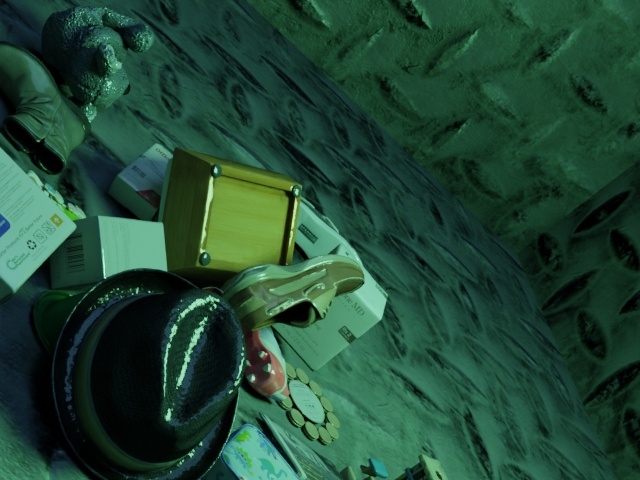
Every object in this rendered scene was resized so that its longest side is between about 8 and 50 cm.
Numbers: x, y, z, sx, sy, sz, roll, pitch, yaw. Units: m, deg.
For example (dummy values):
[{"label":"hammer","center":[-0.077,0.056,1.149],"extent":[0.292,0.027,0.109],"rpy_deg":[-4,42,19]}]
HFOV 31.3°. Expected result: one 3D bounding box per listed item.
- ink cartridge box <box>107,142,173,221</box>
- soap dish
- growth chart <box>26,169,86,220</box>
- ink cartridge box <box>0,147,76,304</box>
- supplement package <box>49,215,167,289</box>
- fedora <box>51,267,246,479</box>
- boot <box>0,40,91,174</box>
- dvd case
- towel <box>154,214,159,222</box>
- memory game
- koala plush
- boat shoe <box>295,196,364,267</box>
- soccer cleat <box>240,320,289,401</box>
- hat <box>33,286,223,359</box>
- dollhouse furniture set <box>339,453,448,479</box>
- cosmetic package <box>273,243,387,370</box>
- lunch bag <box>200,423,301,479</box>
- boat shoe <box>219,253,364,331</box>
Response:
[{"label":"ink cartridge box","center":[-0.316,-0.107,2.134],"extent":[0.099,0.056,0.135],"rpy_deg":[40,42,0]},{"label":"soap dish","center":[-0.164,-0.035,2.128],"extent":[0.290,0.118,0.229],"rpy_deg":[11,87,-47]},{"label":"growth chart","center":[-0.445,-0.045,1.866],"extent":[0.237,0.021,0.172],"rpy_deg":[39,22,-36]},{"label":"ink cartridge box","center":[-0.530,-0.095,1.619],"extent":[0.371,0.069,0.176],"rpy_deg":[49,37,-13]},{"label":"supplement package","center":[-0.335,0.024,1.809],"extent":[0.179,0.105,0.105],"rpy_deg":[9,73,-64]},{"label":"fedora","center":[-0.207,0.179,1.589],"extent":[0.334,0.152,0.334],"rpy_deg":[18,60,-33]},{"label":"boot","center":[-0.513,-0.235,1.992],"extent":[0.246,0.083,0.161],"rpy_deg":[45,25,-12]},{"label":"dvd case","center":[-0.010,0.390,1.950],"extent":[0.221,0.018,0.164],"rpy_deg":[41,5,-39]},{"label":"towel","center":[-0.231,-0.023,2.281],"extent":[0.282,0.049,0.187],"rpy_deg":[37,24,-38]},{"label":"memory game","center":[-0.029,0.308,2.167],"extent":[0.186,0.012,0.186],"rpy_deg":[43,20,-20]},{"label":"koala plush","center":[-0.439,-0.331,2.198],"extent":[0.203,0.196,0.221],"rpy_deg":[25,30,-30]},{"label":"boat shoe","center":[0.000,0.000,2.693],"extent":[0.301,0.108,0.102],"rpy_deg":[44,20,2]},{"label":"soccer cleat","center":[-0.114,0.188,2.113],"extent":[0.095,0.083,0.248],"rpy_deg":[52,14,-44]},{"label":"hat","center":[-0.293,0.094,1.694],"extent":[0.173,0.183,0.208],"rpy_deg":[51,18,-5]},{"label":"dollhouse furniture set","center":[0.144,0.468,2.076],"extent":[0.183,0.129,0.129],"rpy_deg":[32,26,-46]},{"label":"cosmetic package","center":[0.016,0.135,2.332],"extent":[0.151,0.183,0.151],"rpy_deg":[47,19,-8]},{"label":"lunch bag","center":[-0.087,0.396,1.742],"extent":[0.219,0.090,0.176],"rpy_deg":[51,19,1]},{"label":"boat shoe","center":[-0.039,0.107,2.101],"extent":[0.324,0.123,0.116],"rpy_deg":[-9,64,-41]}]
